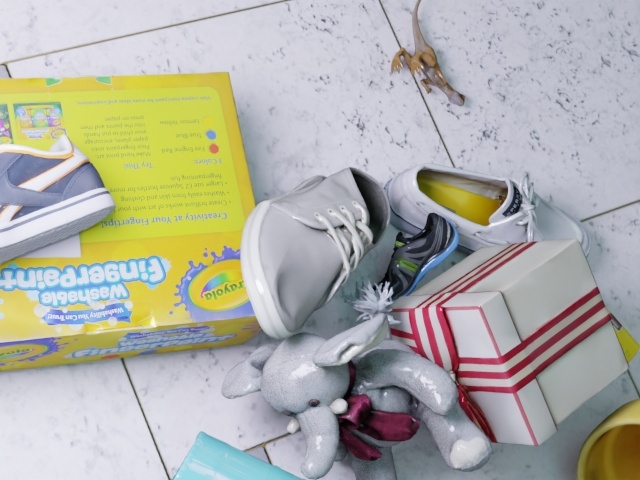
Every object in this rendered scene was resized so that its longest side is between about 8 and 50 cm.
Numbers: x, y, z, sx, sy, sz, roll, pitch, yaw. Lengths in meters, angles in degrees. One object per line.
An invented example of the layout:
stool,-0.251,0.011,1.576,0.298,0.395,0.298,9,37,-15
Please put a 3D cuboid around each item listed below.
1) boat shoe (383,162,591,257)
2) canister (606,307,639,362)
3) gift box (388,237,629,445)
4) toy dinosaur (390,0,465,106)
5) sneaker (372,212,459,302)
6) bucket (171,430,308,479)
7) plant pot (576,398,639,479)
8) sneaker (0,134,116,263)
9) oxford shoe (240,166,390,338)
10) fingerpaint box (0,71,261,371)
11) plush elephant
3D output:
boat shoe,0.289,-0.049,2.201,0.367,0.156,0.136,19,65,-17
canister,0.407,0.133,2.206,0.170,0.126,0.073,48,59,-4
gift box,0.253,0.164,2.060,0.258,0.276,0.255,-31,99,-34
toy dinosaur,0.168,-0.309,2.310,0.112,0.064,0.211,-23,91,-47
sneaker,0.127,0.031,2.126,0.188,0.067,0.078,-44,109,-9
bucket,-0.136,0.392,1.783,0.183,0.281,0.281,29,61,-1
plant pot,0.558,0.336,2.141,0.239,0.254,0.254,-28,84,-45
sneaker,-0.414,-0.033,1.714,0.321,0.126,0.127,-26,86,-38
oxford shoe,0.000,0.000,1.939,0.449,0.130,0.169,-49,125,-65
fingerpaint box,-0.321,-0.027,1.914,0.444,0.163,0.371,-6,73,-24
plush elephant,0.030,0.214,1.886,0.255,0.272,0.330,-5,74,-43
